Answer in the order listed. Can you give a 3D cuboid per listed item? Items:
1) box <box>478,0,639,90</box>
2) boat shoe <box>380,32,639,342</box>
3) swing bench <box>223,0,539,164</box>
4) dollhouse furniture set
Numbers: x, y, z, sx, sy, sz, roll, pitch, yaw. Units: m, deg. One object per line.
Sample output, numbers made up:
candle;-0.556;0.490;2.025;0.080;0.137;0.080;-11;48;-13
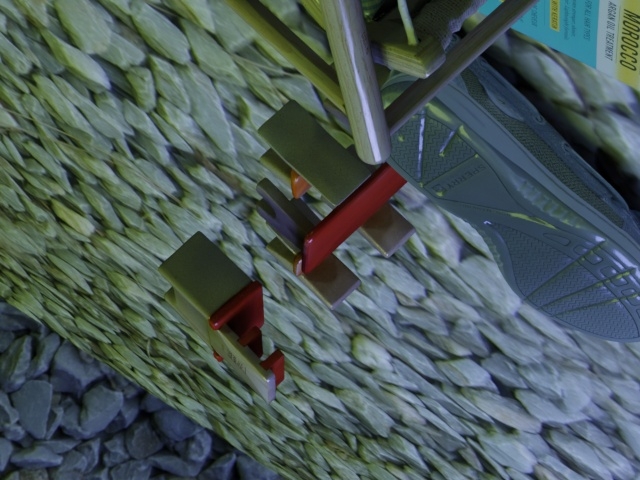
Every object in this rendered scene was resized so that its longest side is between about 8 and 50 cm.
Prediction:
box;0.212;-0.140;1.003;0.244;0.060;0.100;30;159;22
boat shoe;0.172;-0.038;1.272;0.320;0.103;0.118;39;142;-19
swing bench;0.064;-0.214;0.778;0.165;0.253;0.255;43;163;14
dollhouse furniture set;0.000;0.000;1.391;0.135;0.259;0.262;43;164;15
